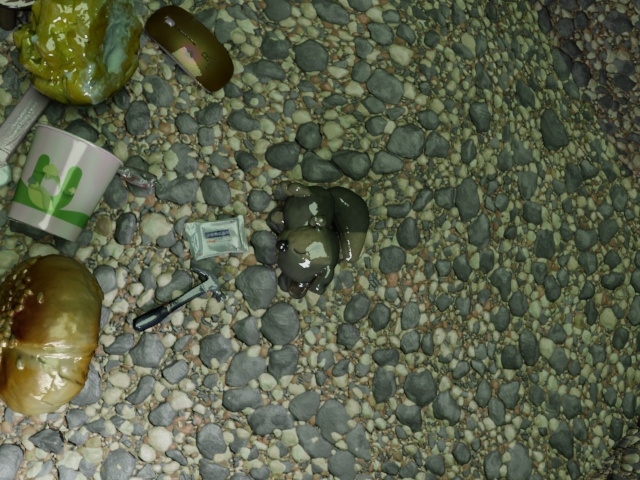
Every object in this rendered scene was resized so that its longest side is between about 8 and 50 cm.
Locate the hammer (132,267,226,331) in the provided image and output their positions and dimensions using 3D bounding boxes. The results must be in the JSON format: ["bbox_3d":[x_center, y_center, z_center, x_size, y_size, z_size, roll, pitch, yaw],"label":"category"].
[{"bbox_3d":[-0.437,0.185,1.905,0.289,0.037,0.137,-29,96,-26],"label":"hammer"}]

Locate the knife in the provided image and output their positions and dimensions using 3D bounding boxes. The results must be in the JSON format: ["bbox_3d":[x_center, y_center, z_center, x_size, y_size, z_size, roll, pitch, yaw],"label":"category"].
[{"bbox_3d":[-0.855,-0.328,1.786,0.132,0.038,0.399,32,69,-20],"label":"knife"}]

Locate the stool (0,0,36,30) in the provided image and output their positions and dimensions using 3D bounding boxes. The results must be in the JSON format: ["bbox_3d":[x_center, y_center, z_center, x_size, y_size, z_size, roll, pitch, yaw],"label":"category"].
[{"bbox_3d":[-0.856,-0.745,1.766,0.271,0.178,0.272,4,81,-24],"label":"stool"}]

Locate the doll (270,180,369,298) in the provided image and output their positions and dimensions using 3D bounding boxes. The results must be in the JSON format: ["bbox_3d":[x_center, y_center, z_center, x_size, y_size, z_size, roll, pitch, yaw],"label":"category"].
[{"bbox_3d":[0.021,-0.001,2.036,0.378,0.252,0.383,-1,89,-25],"label":"doll"}]

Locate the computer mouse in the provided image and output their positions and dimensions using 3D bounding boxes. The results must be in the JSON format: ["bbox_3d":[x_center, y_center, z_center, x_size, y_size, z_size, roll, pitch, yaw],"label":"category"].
[{"bbox_3d":[-0.414,-0.616,2.016,0.310,0.071,0.158,45,65,-12],"label":"computer mouse"}]

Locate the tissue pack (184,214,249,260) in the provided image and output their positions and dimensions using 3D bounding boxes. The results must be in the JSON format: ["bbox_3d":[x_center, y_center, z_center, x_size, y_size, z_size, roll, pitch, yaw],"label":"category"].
[{"bbox_3d":[-0.325,-0.009,1.991,0.192,0.026,0.123,-10,86,-26],"label":"tissue pack"}]

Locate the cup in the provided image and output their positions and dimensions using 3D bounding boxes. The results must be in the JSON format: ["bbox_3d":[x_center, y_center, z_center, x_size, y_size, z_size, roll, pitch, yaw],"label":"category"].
[{"bbox_3d":[-0.711,-0.150,1.729,0.253,0.253,0.274,25,81,-20],"label":"cup"}]

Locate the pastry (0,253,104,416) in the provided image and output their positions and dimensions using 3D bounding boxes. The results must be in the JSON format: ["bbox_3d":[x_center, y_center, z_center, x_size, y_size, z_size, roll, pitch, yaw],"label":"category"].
[{"bbox_3d":[-0.711,0.229,1.594,0.244,0.409,0.410,17,75,-33],"label":"pastry"}]

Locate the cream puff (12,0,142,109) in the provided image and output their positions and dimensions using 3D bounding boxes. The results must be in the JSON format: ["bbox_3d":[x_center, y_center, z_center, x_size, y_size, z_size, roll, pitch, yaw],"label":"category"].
[{"bbox_3d":[-0.682,-0.550,1.737,0.275,0.378,0.379,17,73,10],"label":"cream puff"}]

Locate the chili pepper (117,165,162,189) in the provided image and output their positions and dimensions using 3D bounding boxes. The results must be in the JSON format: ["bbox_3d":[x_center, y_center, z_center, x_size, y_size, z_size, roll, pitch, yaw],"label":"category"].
[{"bbox_3d":[-0.550,-0.191,1.906,0.153,0.041,0.050,17,55,-6],"label":"chili pepper"}]
